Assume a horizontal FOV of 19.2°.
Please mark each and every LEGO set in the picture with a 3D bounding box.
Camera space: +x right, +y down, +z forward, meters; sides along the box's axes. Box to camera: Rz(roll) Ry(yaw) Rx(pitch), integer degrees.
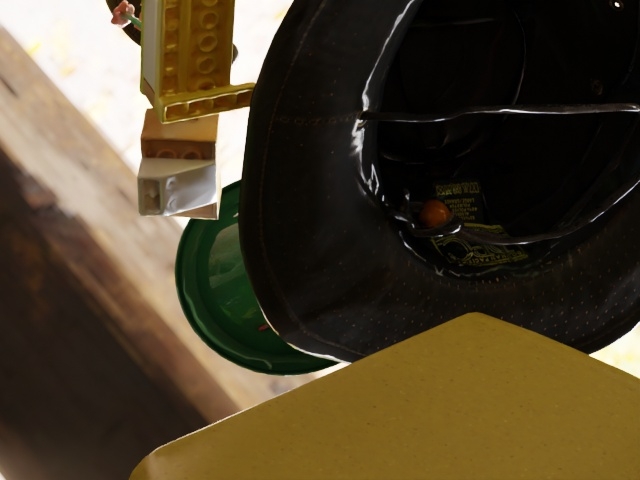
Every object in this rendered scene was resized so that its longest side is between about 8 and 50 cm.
[{"bbox_3d":[-0.101,-0.137,0.813,0.132,0.107,0.287,-39,136,3],"label":"LEGO set"}]

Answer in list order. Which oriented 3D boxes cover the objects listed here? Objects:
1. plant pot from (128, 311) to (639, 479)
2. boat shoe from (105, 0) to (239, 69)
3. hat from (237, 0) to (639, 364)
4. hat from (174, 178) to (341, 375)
[{"bbox_3d":[0.042,0.149,0.591,0.212,0.187,0.212,-22,142,-31],"label":"plant pot"},{"bbox_3d":[-0.118,-0.166,1.414,0.050,0.045,0.135,-46,136,6],"label":"boat shoe"},{"bbox_3d":[0.085,-0.093,0.901,0.331,0.134,0.331,-14,131,-17],"label":"hat"},{"bbox_3d":[0.000,0.000,1.442,0.209,0.173,0.183,-14,168,-13],"label":"hat"}]
